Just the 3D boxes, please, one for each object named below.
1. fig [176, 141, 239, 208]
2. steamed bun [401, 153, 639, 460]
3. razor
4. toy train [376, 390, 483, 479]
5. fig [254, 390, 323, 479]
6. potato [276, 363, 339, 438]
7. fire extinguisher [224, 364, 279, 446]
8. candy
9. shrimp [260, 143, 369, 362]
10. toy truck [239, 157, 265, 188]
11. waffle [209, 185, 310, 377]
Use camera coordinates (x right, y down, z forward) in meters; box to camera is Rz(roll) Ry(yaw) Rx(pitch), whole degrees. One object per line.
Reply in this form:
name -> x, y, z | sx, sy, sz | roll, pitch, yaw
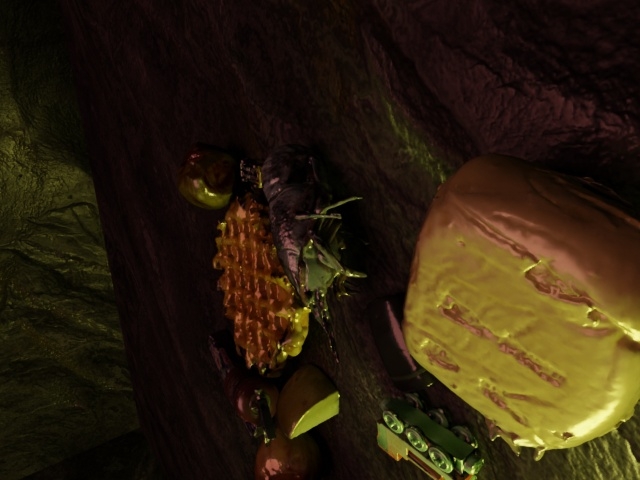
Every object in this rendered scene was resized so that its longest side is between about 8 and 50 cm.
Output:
fig -> -0.249, -0.139, 1.113 | 0.154, 0.144, 0.165 | 49, 155, 19
steamed bun -> 0.209, 0.059, 0.486 | 0.232, 0.166, 0.272 | 28, 133, 33
razor -> 0.122, 0.153, 0.753 | 0.090, 0.054, 0.148 | -34, 75, 52
toy train -> 0.163, 0.309, 0.749 | 0.176, 0.074, 0.118 | 26, 134, 44
fig -> -0.083, 0.460, 1.119 | 0.160, 0.143, 0.230 | -28, 70, 26
potato -> -0.051, 0.316, 1.019 | 0.149, 0.120, 0.081 | 25, 124, 49
fire extinguisher -> -0.152, 0.375, 1.140 | 0.344, 0.102, 0.138 | 161, 101, -72
candy -> -0.231, 0.393, 1.380 | 0.312, 0.061, 0.088 | 53, 145, 29
shrimp -> -0.001, -0.002, 0.785 | 0.172, 0.137, 0.372 | 113, 135, -67
toy truck -> -0.123, -0.138, 0.995 | 0.083, 0.054, 0.049 | 29, 126, 48
waffle -> -0.139, 0.095, 1.089 | 0.382, 0.095, 0.379 | 60, 144, 26
